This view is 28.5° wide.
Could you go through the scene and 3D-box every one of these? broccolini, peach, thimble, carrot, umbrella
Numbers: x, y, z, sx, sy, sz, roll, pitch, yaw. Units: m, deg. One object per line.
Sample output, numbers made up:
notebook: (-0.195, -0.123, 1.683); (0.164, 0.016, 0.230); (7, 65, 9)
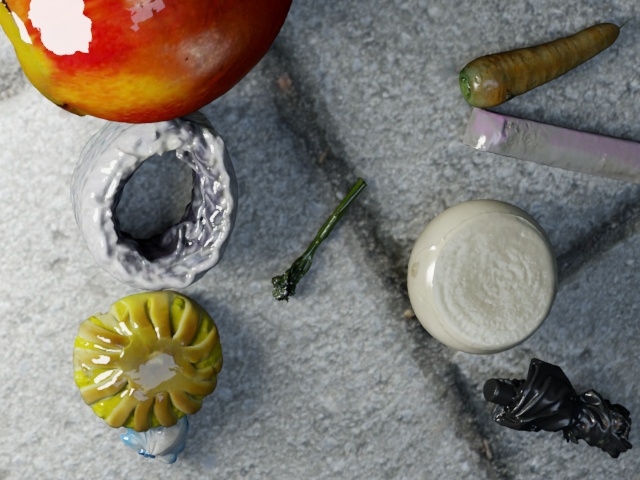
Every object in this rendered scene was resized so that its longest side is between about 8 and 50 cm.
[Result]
broccolini: (0.001, 0.001, 1.857); (0.042, 0.044, 0.218); (40, 87, -10)
peach: (-0.205, -0.317, 1.510); (0.370, 0.370, 0.370); (-6, 109, -17)
thimble: (-0.218, -0.060, 1.690); (0.217, 0.157, 0.245); (14, 102, -23)
carrot: (0.342, -0.270, 1.862); (0.298, 0.078, 0.078); (-23, 113, -15)
umbrella: (0.383, 0.270, 2.035); (0.272, 0.110, 0.122); (21, 135, -22)

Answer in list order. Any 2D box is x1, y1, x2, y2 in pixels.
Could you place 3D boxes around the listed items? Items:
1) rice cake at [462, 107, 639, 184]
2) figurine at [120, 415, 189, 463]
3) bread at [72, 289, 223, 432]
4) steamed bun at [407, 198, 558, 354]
rice cake: (0.402, -0.137, 1.926); (0.399, 0.064, 0.070); (9, 99, -21)
figurine: (-0.235, 0.266, 1.846); (0.114, 0.079, 0.114); (8, 74, -32)
bread: (-0.239, 0.171, 1.768); (0.213, 0.105, 0.213); (1, 88, -20)
steamed bun: (0.235, 0.052, 1.888); (0.232, 0.145, 0.231); (-1, 95, -14)
